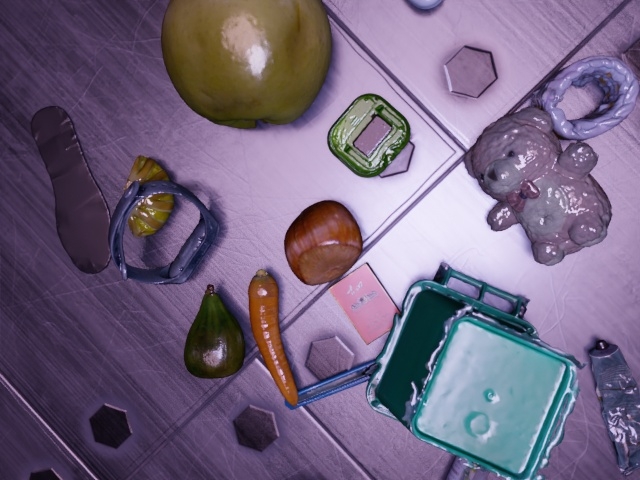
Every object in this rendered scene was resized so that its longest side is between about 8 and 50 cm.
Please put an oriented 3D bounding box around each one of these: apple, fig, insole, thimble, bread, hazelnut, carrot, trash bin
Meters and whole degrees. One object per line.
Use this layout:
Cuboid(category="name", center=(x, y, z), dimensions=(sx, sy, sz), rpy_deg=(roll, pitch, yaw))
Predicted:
Cuboid(category="apple", center=(-0.131, -0.333, 1.126), dimensions=(0.295, 0.233, 0.257), rpy_deg=(-3, 91, 9))
Cuboid(category="fig", center=(-0.200, 0.174, 1.246), dimensions=(0.117, 0.117, 0.177), rpy_deg=(-5, 77, 9))
Cuboid(category="insole", center=(-0.499, -0.101, 1.313), dimensions=(0.119, 0.009, 0.348), rpy_deg=(-18, 92, 8))
Cuboid(category="thimble", center=(0.448, -0.240, 1.105), dimensions=(0.151, 0.118, 0.127), rpy_deg=(-34, 91, 9))
Cuboid(category="bread", center=(-0.329, -0.076, 1.259), dimensions=(0.095, 0.083, 0.157), rpy_deg=(19, 96, -5))
Cuboid(category="hazelnut", center=(0.000, 0.000, 1.183), dimensions=(0.150, 0.150, 0.150), rpy_deg=(1, 94, 9))
Cuboid(category="carrot", center=(-0.095, 0.188, 1.248), dimensions=(0.066, 0.062, 0.271), rpy_deg=(-9, 93, -15))
Cuboid(category="trash bin", center=(0.241, 0.200, 1.025), dimensions=(0.259, 0.381, 0.295), rpy_deg=(24, 87, 1))

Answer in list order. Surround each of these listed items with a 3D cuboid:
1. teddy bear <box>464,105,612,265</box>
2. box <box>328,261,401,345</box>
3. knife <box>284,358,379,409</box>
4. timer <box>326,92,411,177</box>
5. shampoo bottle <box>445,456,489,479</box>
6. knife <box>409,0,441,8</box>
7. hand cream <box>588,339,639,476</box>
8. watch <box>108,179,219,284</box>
Cuboid(category="teddy bear", center=(0.370, -0.093, 1.106), dimensions=(0.267, 0.151, 0.236), rpy_deg=(47, 138, -3))
Cuboid(category="box", center=(0.088, 0.120, 1.233), dimensions=(0.090, 0.023, 0.133), rpy_deg=(-33, 89, 7))
Cuboid(category="knife", center=(0.066, 0.265, 1.246), dimensions=(0.297, 0.026, 0.044), rpy_deg=(-24, 102, 9))
Cuboid(category="timer", center=(0.089, -0.193, 1.197), dimensions=(0.128, 0.047, 0.140), rpy_deg=(42, 99, 3))
Cuboid(category="shampoo bottle", center=(0.259, 0.467, 1.211), dimensions=(0.072, 0.072, 0.214), rpy_deg=(22, 97, 6))
Cuboid(category="knife", center=(0.074, -0.507, 1.185), dimensions=(0.331, 0.044, 0.080), rpy_deg=(29, 105, 11))
Cuboid(category="hand cream", center=(0.538, 0.295, 1.163), dimensions=(0.075, 0.052, 0.247), rpy_deg=(-18, 91, 10))
Cuboid(category="watch", center=(-0.303, -0.009, 1.216), dimensions=(0.193, 0.068, 0.206), rpy_deg=(29, 104, -34))
